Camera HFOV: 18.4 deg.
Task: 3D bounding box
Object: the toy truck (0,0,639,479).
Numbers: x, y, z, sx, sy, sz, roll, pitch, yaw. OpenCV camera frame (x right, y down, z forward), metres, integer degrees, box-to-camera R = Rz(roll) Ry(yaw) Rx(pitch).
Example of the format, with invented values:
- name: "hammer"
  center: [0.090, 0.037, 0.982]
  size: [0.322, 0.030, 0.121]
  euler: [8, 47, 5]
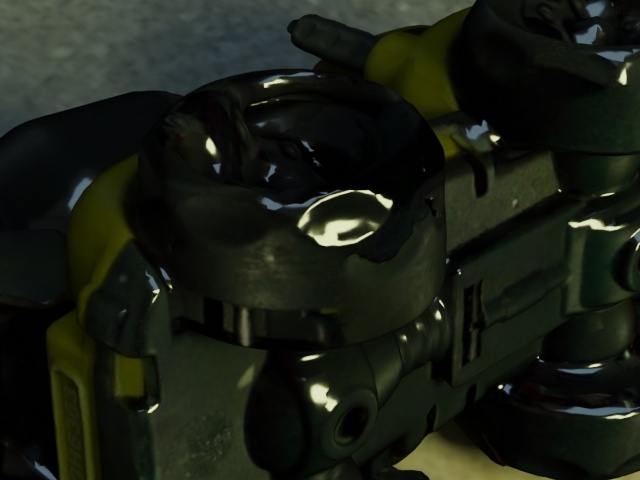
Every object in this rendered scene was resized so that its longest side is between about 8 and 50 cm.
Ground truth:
- name: "toy truck"
  center: [0.000, 0.000, 0.543]
  size: [0.224, 0.147, 0.165]
  euler: [-27, 40, -35]
